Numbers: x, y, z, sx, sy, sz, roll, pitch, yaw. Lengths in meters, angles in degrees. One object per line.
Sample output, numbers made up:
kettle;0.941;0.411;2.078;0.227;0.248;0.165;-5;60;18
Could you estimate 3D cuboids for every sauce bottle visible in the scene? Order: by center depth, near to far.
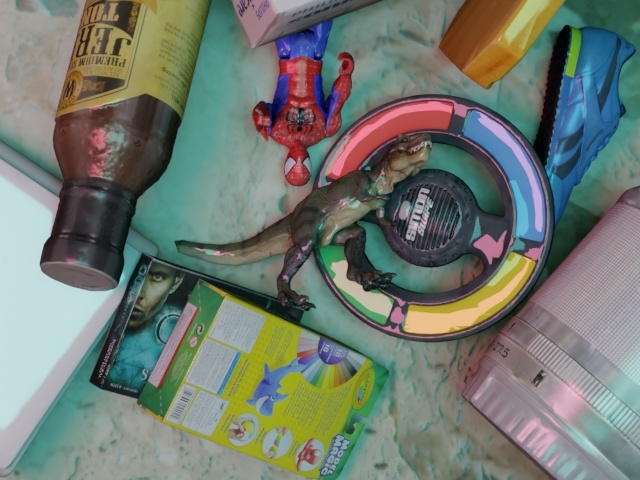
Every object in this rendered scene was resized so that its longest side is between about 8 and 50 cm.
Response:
sauce bottle;-0.170;-0.127;1.606;0.111;0.111;0.344;13;70;-6

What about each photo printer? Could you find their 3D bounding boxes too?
photo printer;-0.339;0.026;1.649;0.307;0.107;0.256;35;89;-6

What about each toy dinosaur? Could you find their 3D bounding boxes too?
toy dinosaur;0.000;0.000;1.666;0.268;0.064;0.118;-25;62;16

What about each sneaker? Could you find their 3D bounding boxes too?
sneaker;0.244;-0.095;1.719;0.082;0.069;0.209;14;92;-11

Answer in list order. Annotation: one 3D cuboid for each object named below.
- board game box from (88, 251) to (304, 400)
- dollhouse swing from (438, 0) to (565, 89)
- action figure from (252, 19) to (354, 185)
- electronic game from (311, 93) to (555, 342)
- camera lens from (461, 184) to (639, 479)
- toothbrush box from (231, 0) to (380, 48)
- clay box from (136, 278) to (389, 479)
board game box;-0.109;0.094;1.665;0.186;0.026;0.126;20;92;-40
dollhouse swing;0.309;-0.237;1.586;0.315;0.347;0.305;20;100;-6
action figure;-0.016;-0.187;1.660;0.092;0.139;0.280;0;95;-5
electronic game;0.101;-0.021;1.689;0.229;0.048;0.229;-1;88;14
camera lens;0.290;0.103;1.656;0.219;0.219;0.274;42;88;-6
toothbrush box;-0.009;-0.346;1.585;0.216;0.126;0.295;-23;86;-15
clay box;-0.047;0.133;1.672;0.222;0.053;0.127;27;90;-41
